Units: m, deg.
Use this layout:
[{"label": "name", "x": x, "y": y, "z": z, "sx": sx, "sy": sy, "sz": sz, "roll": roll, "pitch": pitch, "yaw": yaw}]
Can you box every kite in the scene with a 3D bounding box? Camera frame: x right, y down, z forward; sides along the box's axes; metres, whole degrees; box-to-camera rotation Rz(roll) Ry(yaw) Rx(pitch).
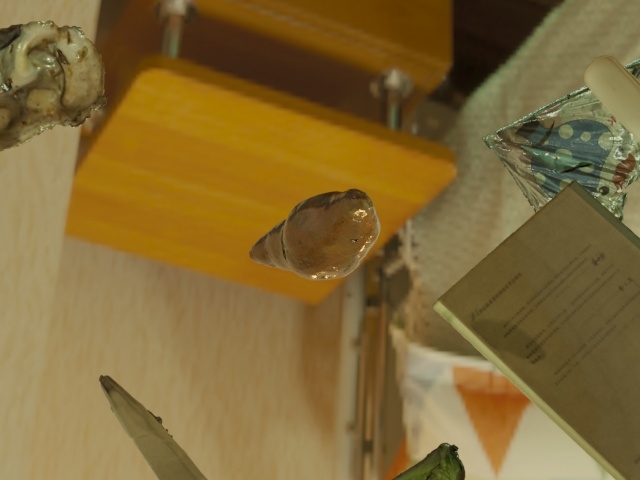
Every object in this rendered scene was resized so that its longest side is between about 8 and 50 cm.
[{"label": "kite", "x": 0.403, "y": -0.102, "z": 1.989, "sx": 0.369, "sy": 0.014, "sz": 0.406, "roll": 13, "pitch": 117, "yaw": -4}]

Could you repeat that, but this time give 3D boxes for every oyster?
[{"label": "oyster", "x": -0.383, "y": -0.151, "z": 1.552, "sx": 0.345, "sy": 0.128, "sz": 0.079, "roll": -26, "pitch": -161, "yaw": -35}]

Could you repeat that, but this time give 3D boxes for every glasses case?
[{"label": "glasses case", "x": 0.249, "y": -0.115, "z": 1.159, "sx": 0.083, "sy": 0.021, "sz": 0.032, "roll": 47, "pitch": 116, "yaw": 3}]

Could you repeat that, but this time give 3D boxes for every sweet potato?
[{"label": "sweet potato", "x": 0.003, "y": -0.001, "z": 1.826, "sx": 0.112, "sy": 0.112, "sz": 0.359, "roll": 12, "pitch": 163, "yaw": -15}]

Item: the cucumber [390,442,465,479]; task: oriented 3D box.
[{"label": "cucumber", "x": 0.022, "y": 0.234, "z": 1.062, "sx": 0.220, "sy": 0.070, "sz": 0.046, "roll": -36, "pitch": 105, "yaw": 12}]

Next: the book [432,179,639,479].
[{"label": "book", "x": 0.284, "y": 0.094, "z": 1.410, "sx": 0.215, "sy": 0.282, "sz": 0.025, "roll": -38, "pitch": 162, "yaw": -19}]

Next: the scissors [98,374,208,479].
[{"label": "scissors", "x": -0.044, "y": 0.186, "z": 0.823, "sx": 0.109, "sy": 0.300, "sz": 0.022, "roll": -36, "pitch": 154, "yaw": -15}]
